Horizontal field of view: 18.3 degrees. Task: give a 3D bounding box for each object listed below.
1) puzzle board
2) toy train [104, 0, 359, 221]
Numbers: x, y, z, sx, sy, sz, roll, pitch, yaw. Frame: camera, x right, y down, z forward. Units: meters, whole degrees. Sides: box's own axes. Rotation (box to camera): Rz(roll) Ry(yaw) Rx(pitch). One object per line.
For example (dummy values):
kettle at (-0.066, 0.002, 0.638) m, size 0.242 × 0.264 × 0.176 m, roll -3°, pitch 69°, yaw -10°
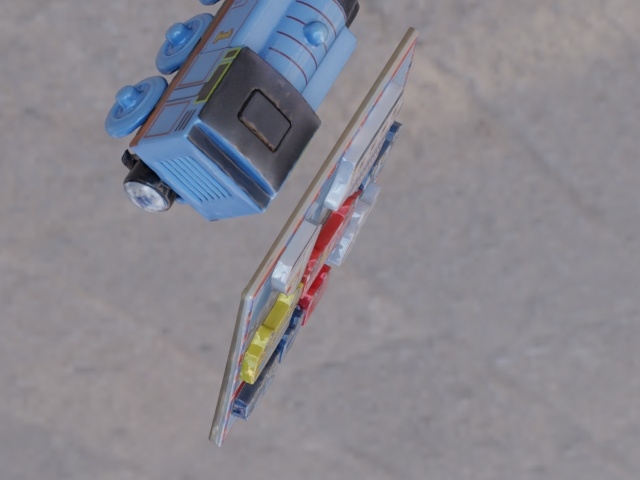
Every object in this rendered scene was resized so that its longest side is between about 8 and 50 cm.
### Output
puzzle board at (0.000, 0.000, 0.681) m, size 0.011 × 0.128 × 0.096 m, roll 26°, pitch 146°, yaw 7°
toy train at (-0.036, -0.091, 1.049) m, size 0.105 × 0.184 × 0.080 m, roll -4°, pitch 137°, yaw 51°
